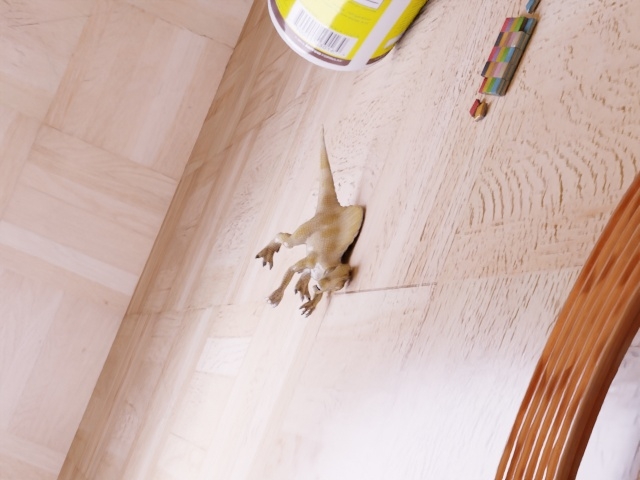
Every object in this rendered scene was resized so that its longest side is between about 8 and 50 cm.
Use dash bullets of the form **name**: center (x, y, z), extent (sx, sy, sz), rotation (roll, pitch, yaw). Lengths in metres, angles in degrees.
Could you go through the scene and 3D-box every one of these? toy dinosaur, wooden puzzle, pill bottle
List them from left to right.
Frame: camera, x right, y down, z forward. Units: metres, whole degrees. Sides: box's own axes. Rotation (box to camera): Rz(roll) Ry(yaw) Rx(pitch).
- **toy dinosaur**: center (0.000, 0.000, 1.139), extent (0.092, 0.053, 0.183), rotation (-43, 28, 27)
- **pill bottle**: center (0.045, -0.234, 1.175), extent (0.215, 0.117, 0.117), rotation (129, 161, -54)
- **wooden puzzle**: center (0.110, -0.110, 0.906), extent (0.049, 0.006, 0.083), rotation (-140, 74, -79)

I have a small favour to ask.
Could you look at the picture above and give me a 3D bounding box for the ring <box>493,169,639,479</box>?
- **ring**: center (0.125, 0.063, 0.422), extent (0.336, 0.032, 0.336), rotation (-61, 13, 25)
